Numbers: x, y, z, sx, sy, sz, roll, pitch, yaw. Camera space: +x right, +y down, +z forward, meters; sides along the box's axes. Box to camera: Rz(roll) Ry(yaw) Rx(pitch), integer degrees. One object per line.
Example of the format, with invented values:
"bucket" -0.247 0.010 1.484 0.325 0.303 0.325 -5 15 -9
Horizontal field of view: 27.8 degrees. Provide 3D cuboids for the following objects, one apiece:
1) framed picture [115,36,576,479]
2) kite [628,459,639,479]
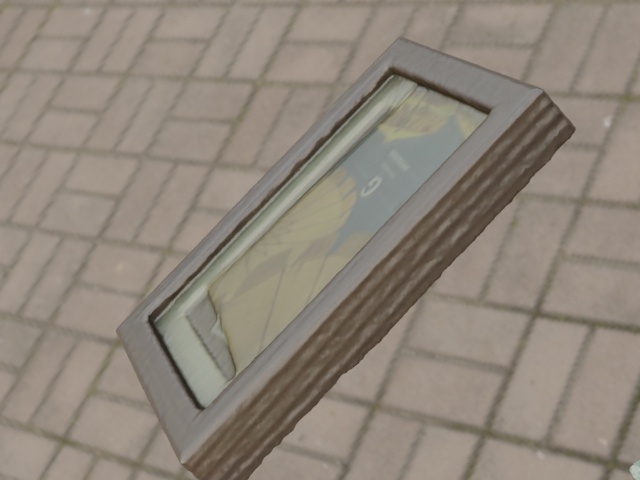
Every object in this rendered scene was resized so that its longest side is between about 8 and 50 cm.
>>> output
"framed picture" 0.000 0.000 0.475 0.168 0.023 0.128 -46 25 -1
"kite" 0.408 0.120 1.157 0.314 0.011 0.335 -39 37 -3
